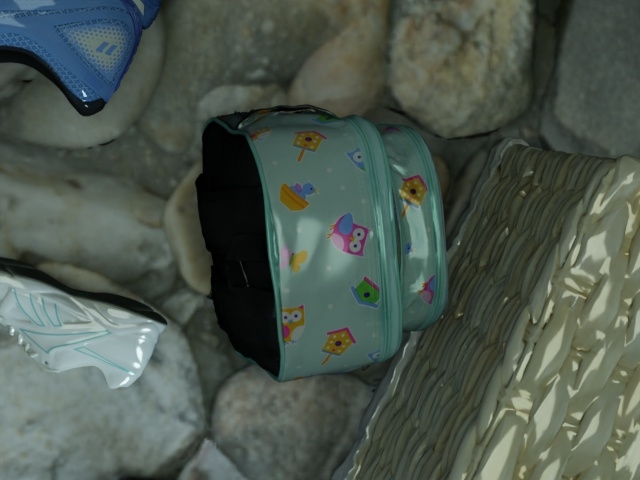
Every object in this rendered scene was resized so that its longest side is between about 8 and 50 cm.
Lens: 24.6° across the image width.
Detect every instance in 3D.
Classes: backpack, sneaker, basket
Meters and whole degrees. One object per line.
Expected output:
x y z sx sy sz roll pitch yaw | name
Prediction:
0.000 0.000 0.883 0.144 0.188 0.165 -5 96 -5 | backpack
-0.179 0.052 0.940 0.152 0.053 0.061 21 97 -8 | sneaker
-0.263 -0.157 0.870 0.330 0.130 0.147 16 92 -7 | sneaker
0.204 0.147 0.873 0.328 0.266 0.331 25 92 -5 | basket
